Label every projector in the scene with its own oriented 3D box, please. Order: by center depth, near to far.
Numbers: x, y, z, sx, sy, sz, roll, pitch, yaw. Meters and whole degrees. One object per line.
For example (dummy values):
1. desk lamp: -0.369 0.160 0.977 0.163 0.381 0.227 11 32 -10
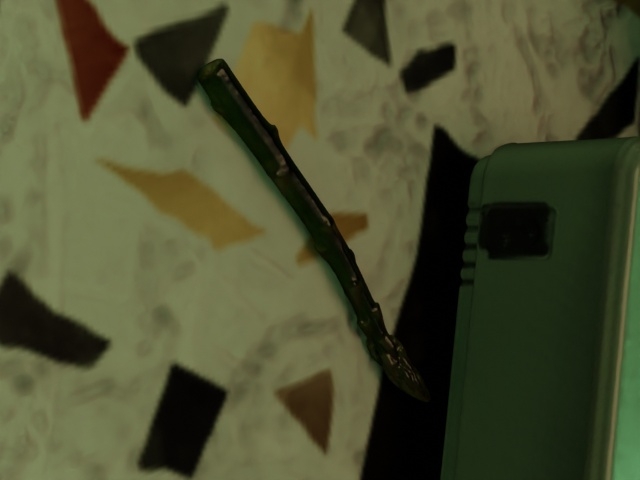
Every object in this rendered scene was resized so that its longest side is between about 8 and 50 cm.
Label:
1. projector: 0.165 0.070 0.703 0.256 0.099 0.192 10 83 -41

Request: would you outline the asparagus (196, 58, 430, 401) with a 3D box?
1. asparagus: 0.000 0.000 0.613 0.163 0.016 0.016 59 30 -25
